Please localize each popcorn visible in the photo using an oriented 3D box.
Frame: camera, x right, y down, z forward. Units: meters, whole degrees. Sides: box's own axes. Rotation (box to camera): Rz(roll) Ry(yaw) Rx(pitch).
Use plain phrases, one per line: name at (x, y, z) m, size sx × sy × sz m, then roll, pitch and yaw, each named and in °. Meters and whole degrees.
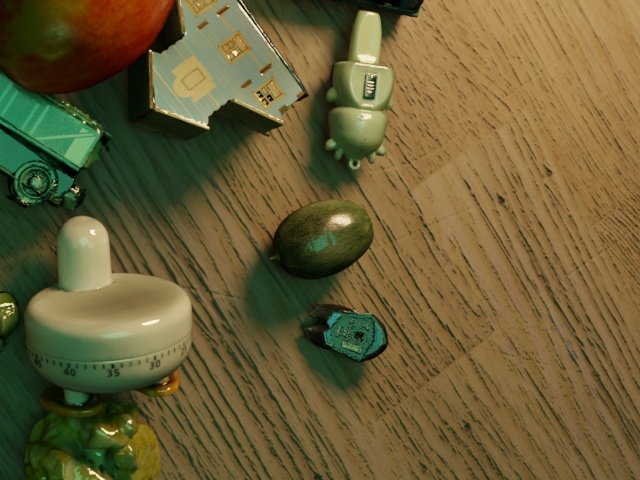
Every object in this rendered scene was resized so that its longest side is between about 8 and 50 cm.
popcorn at (-0.318, 0.314, 1.681) m, size 0.187 × 0.167 × 0.185 m, roll -30°, pitch 104°, yaw -12°

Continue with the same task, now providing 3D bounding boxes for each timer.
timer at (-0.292, 0.099, 1.651) m, size 0.233 × 0.233 × 0.240 m, roll -6°, pitch 108°, yaw -18°

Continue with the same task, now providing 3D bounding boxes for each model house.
model house at (-0.181, -0.232, 1.717) m, size 0.206 × 0.178 × 0.271 m, roll -42°, pitch 105°, yaw -20°

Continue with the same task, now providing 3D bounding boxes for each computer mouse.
computer mouse at (0.040, 0.141, 1.864) m, size 0.135 × 0.047 × 0.079 m, roll 16°, pitch 91°, yaw -7°

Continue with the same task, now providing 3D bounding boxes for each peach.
peach at (-0.347, -0.387, 1.538) m, size 0.388 × 0.388 × 0.388 m, roll 0°, pitch 90°, yaw -19°

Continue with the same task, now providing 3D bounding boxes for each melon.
melon at (0.000, 0.000, 1.814) m, size 0.167 × 0.114 × 0.114 m, roll -21°, pitch 97°, yaw -17°

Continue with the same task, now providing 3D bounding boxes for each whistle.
whistle at (0.061, -0.228, 1.846) m, size 0.110 × 0.092 × 0.244 m, roll 4°, pitch 90°, yaw -17°

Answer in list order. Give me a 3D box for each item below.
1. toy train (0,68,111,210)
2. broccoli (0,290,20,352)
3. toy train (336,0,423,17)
toy train at (-0.432, -0.149, 1.674) m, size 0.269 × 0.115 × 0.154 m, roll 32°, pitch 79°, yaw -11°
broccoli at (-0.523, 0.147, 1.604) m, size 0.273 × 0.180 × 0.242 m, roll -21°, pitch 96°, yaw -18°
toy train at (-0.036, -0.420, 1.814) m, size 0.409 × 0.089 × 0.086 m, roll 8°, pitch 110°, yaw -18°
